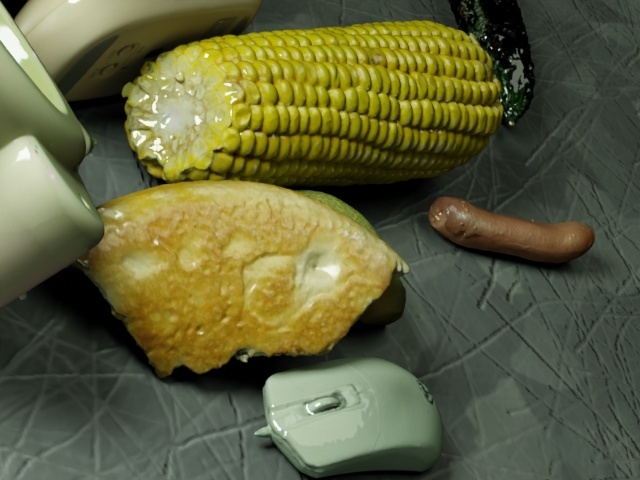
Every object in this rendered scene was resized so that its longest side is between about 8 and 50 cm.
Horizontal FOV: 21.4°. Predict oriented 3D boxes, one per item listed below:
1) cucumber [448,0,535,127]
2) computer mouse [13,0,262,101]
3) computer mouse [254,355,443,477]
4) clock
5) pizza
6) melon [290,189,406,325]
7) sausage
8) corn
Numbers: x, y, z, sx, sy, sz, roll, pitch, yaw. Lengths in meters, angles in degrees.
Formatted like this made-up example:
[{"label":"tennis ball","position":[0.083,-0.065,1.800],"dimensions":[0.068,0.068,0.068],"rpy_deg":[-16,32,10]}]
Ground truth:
[{"label":"cucumber","position":[0.172,-0.228,1.742],"dimensions":[0.072,0.072,0.300],"rpy_deg":[16,41,-31]},{"label":"computer mouse","position":[-0.146,-0.173,1.304],"dimensions":[0.236,0.145,0.082],"rpy_deg":[-21,74,-50]},{"label":"computer mouse","position":[0.027,0.122,1.220],"dimensions":[0.182,0.056,0.089],"rpy_deg":[0,46,-43]},{"label":"clock","position":[-0.259,-0.135,1.018],"dimensions":[0.309,0.114,0.284],"rpy_deg":[57,1,-37]},{"label":"pizza","position":[-0.063,0.023,1.190],"dimensions":[0.271,0.056,0.134],"rpy_deg":[-7,88,-23]},{"label":"melon","position":[0.000,0.000,1.308],"dimensions":[0.160,0.079,0.128],"rpy_deg":[13,44,-34]},{"label":"sausage","position":[0.173,-0.007,1.517],"dimensions":[0.186,0.043,0.043],"rpy_deg":[10,44,-36]},{"label":"corn","position":[0.013,-0.110,1.392],"dimensions":[0.387,0.144,0.144],"rpy_deg":[-9,58,-50]}]
